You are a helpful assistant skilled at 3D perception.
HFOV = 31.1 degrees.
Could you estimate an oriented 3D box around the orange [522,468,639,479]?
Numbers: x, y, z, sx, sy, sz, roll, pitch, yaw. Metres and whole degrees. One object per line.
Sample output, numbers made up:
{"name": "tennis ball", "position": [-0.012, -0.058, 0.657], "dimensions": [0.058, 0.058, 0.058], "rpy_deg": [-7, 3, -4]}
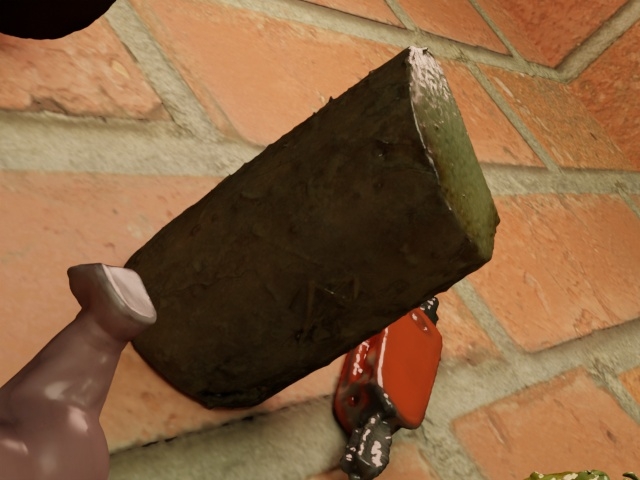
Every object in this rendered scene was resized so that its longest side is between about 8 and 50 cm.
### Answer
{"name": "orange", "position": [0.210, 0.286, 0.741], "dimensions": [0.300, 0.223, 0.301], "rpy_deg": [52, 25, 0]}

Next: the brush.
{"name": "brush", "position": [0.054, 0.112, 0.960], "dimensions": [0.070, 0.051, 0.323], "rpy_deg": [50, 21, -7]}

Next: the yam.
{"name": "yam", "position": [0.000, 0.000, 0.807], "dimensions": [0.161, 0.268, 0.161], "rpy_deg": [47, 22, -25]}

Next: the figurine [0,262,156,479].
{"name": "figurine", "position": [-0.147, 0.149, 0.429], "dimensions": [0.176, 0.186, 0.287], "rpy_deg": [4, 82, -62]}

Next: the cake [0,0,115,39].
{"name": "cake", "position": [-0.235, -0.280, 0.919], "dimensions": [0.208, 0.185, 0.178], "rpy_deg": [15, 37, -11]}
